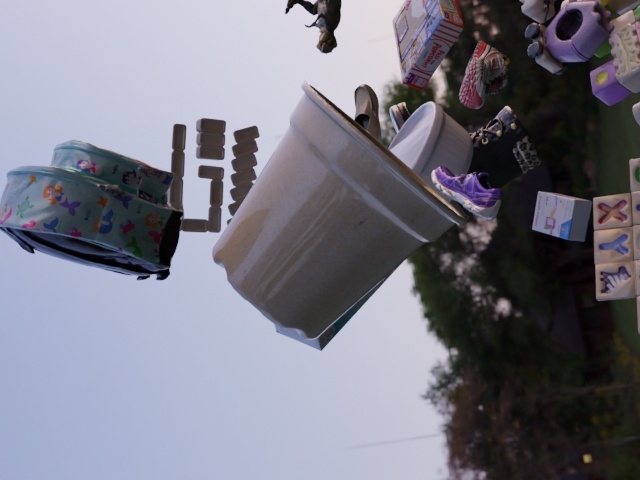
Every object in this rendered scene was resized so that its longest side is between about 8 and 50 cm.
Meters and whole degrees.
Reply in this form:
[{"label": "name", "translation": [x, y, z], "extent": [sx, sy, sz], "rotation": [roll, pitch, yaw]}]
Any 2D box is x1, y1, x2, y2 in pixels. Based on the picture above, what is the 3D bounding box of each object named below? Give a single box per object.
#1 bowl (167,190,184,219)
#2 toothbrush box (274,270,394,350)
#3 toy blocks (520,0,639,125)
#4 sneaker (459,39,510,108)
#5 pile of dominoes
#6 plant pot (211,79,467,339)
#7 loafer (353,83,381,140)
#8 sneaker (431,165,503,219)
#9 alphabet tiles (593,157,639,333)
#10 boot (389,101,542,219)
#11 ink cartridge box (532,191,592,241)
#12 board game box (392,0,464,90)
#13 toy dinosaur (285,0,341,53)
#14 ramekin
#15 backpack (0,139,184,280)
[{"label": "bowl", "translation": [-0.378, -0.052, 2.162], "extent": [0.053, 0.142, 0.142], "rotation": [22, -149, -32]}, {"label": "toothbrush box", "translation": [0.023, 0.037, 1.859], "extent": [0.295, 0.126, 0.216], "rotation": [-44, -43, -34]}, {"label": "toy blocks", "translation": [0.467, -0.355, 1.274], "extent": [0.309, 0.260, 0.289], "rotation": [20, -123, -37]}, {"label": "sneaker", "translation": [0.360, -0.353, 1.990], "extent": [0.225, 0.092, 0.088], "rotation": [-65, -2, -46]}, {"label": "pile of dominoes", "translation": [-0.237, -0.140, 2.040], "extent": [0.040, 0.195, 0.251], "rotation": [-178, 92, -68]}, {"label": "plant pot", "translation": [0.004, -0.026, 1.460], "extent": [0.334, 0.305, 0.334], "rotation": [40, -172, -7]}, {"label": "loafer", "translation": [0.107, -0.301, 2.185], "extent": [0.050, 0.056, 0.148], "rotation": [2, -110, -48]}, {"label": "sneaker", "translation": [0.264, -0.095, 1.634], "extent": [0.068, 0.071, 0.170], "rotation": [19, -166, -40]}, {"label": "alphabet tiles", "translation": [0.561, -0.009, 1.313], "extent": [0.011, 0.342, 0.285], "rotation": [43, -133, -51]}, {"label": "boot", "translation": [0.376, -0.255, 2.403], "extent": [0.377, 0.284, 0.138], "rotation": [54, -169, -20]}, {"label": "ink cartridge box", "translation": [0.519, -0.053, 2.006], "extent": [0.122, 0.052, 0.089], "rotation": [24, 109, 63]}, {"label": "board game box", "translation": [0.187, -0.385, 1.650], "extent": [0.045, 0.147, 0.194], "rotation": [16, -136, -20]}, {"label": "toy dinosaur", "translation": [-0.002, -0.493, 1.862], "extent": [0.064, 0.118, 0.268], "rotation": [128, 156, -73]}, {"label": "ramekin", "translation": [0.234, -0.166, 2.096], "extent": [0.127, 0.273, 0.273], "rotation": [27, -143, -13]}, {"label": "backpack", "translation": [-0.352, -0.047, 1.402], "extent": [0.253, 0.225, 0.191], "rotation": [10, -95, -28]}]
